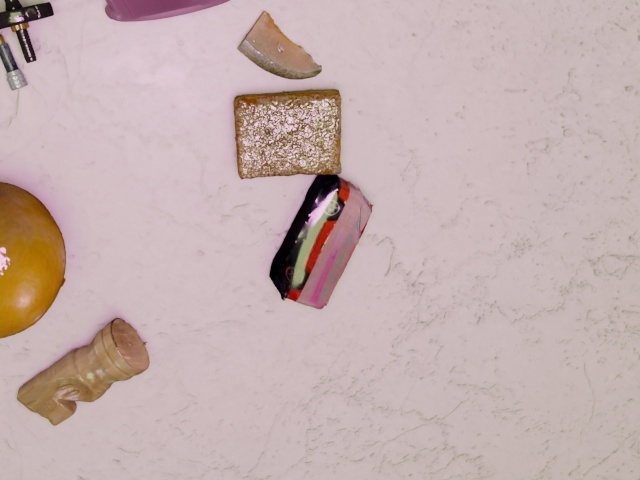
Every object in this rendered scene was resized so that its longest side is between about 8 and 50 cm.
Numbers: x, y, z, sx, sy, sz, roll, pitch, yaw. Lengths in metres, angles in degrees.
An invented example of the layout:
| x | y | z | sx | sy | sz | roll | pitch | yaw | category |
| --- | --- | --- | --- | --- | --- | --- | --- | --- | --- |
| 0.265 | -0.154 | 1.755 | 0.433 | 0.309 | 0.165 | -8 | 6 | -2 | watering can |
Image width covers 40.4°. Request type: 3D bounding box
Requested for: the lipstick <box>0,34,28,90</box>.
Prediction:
| x | y | z | sx | sy | sz | roll | pitch | yaw | category |
| --- | --- | --- | --- | --- | --- | --- | --- | --- | --- |
| -0.639 | -0.368 | 1.786 | 0.037 | 0.037 | 0.116 | -20 | 105 | -6 | lipstick |

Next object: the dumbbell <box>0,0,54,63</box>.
| x | y | z | sx | sy | sz | roll | pitch | yaw | category |
| --- | --- | --- | --- | --- | --- | --- | --- | --- | --- |
| -0.614 | -0.507 | 1.693 | 0.143 | 0.143 | 0.325 | -16 | 108 | -7 | dumbbell |

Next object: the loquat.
| x | y | z | sx | sy | sz | roll | pitch | yaw | category |
| --- | --- | --- | --- | --- | --- | --- | --- | --- | --- |
| -0.671 | 0.052 | 1.770 | 0.328 | 0.328 | 0.359 | -27 | 153 | -3 | loquat |

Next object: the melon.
| x | y | z | sx | sy | sz | roll | pitch | yaw | category |
| --- | --- | --- | --- | --- | --- | --- | --- | --- | --- |
| -0.085 | -0.400 | 1.891 | 0.182 | 0.054 | 0.098 | 41 | 79 | -19 | melon |

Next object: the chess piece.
| x | y | z | sx | sy | sz | roll | pitch | yaw | category |
| --- | --- | --- | --- | --- | --- | --- | --- | --- | --- |
| -0.541 | 0.305 | 1.966 | 0.301 | 0.137 | 0.137 | -31 | 110 | 12 | chess piece |

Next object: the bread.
| x | y | z | sx | sy | sz | roll | pitch | yaw | category |
| --- | --- | --- | --- | --- | --- | --- | --- | --- | --- |
| -0.070 | -0.234 | 1.898 | 0.234 | 0.110 | 0.184 | -3 | 103 | -5 | bread |

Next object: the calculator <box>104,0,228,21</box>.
| x | y | z | sx | sy | sz | roll | pitch | yaw | category |
| --- | --- | --- | --- | --- | --- | --- | --- | --- | --- |
| -0.300 | -0.498 | 1.720 | 0.294 | 0.194 | 0.043 | -9 | 74 | 2 | calculator |

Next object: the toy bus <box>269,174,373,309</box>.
| x | y | z | sx | sy | sz | roll | pitch | yaw | category |
| --- | --- | --- | --- | --- | --- | --- | --- | --- | --- |
| 0.000 | 0.000 | 1.976 | 0.147 | 0.127 | 0.302 | 25 | 98 | -22 | toy bus |
